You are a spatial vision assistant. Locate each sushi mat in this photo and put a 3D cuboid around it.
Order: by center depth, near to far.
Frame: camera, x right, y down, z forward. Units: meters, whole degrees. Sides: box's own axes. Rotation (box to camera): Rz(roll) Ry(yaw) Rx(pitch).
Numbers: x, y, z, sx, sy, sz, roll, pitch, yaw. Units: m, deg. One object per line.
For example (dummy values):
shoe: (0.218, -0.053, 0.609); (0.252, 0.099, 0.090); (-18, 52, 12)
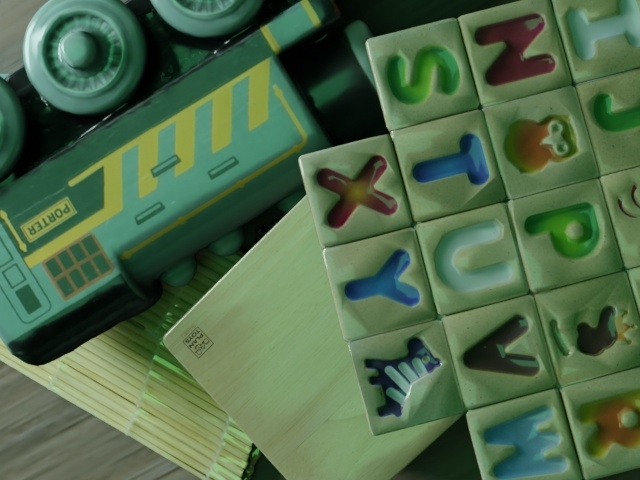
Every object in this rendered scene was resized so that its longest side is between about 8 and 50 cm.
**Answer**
sushi mat: (-0.158, 0.035, 1.034); (0.316, 0.019, 0.151); (28, 101, 15)

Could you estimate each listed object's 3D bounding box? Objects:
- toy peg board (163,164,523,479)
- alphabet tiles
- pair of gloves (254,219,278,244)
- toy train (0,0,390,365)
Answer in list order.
toy peg board: (0.018, 0.062, 0.946); (0.161, 0.079, 0.161); (-44, 86, 11)
alphabet tiles: (0.173, -0.010, 0.888); (0.342, 0.011, 0.285); (-14, 85, -2)
pair of gloves: (0.000, 0.000, 0.995); (0.074, 0.010, 0.083); (46, 105, 10)
toy train: (-0.110, -0.067, 0.953); (0.334, 0.142, 0.190); (-31, 91, 3)
